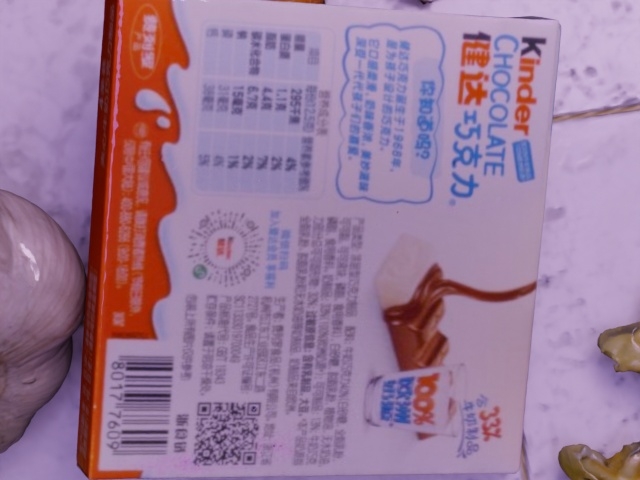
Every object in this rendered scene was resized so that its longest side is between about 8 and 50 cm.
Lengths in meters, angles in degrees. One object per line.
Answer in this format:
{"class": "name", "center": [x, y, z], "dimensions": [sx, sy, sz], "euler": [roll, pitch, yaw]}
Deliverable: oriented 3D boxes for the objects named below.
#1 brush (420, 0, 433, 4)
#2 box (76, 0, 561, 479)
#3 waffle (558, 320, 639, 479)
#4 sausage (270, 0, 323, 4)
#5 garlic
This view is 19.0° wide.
{"class": "brush", "center": [0.185, -0.230, 1.141], "dimensions": [0.312, 0.072, 0.067], "euler": [-21, 75, -1]}
{"class": "box", "center": [0.000, 0.000, 1.084], "dimensions": [0.264, 0.048, 0.273], "euler": [3, 98, -19]}
{"class": "waffle", "center": [0.280, 0.131, 1.136], "dimensions": [0.250, 0.056, 0.261], "euler": [-26, 87, 0]}
{"class": "sausage", "center": [-0.040, -0.156, 1.127], "dimensions": [0.093, 0.093, 0.312], "euler": [7, 89, 1]}
{"class": "garlic", "center": [-0.254, 0.025, 1.102], "dimensions": [0.218, 0.218, 0.212], "euler": [-31, 52, 0]}
